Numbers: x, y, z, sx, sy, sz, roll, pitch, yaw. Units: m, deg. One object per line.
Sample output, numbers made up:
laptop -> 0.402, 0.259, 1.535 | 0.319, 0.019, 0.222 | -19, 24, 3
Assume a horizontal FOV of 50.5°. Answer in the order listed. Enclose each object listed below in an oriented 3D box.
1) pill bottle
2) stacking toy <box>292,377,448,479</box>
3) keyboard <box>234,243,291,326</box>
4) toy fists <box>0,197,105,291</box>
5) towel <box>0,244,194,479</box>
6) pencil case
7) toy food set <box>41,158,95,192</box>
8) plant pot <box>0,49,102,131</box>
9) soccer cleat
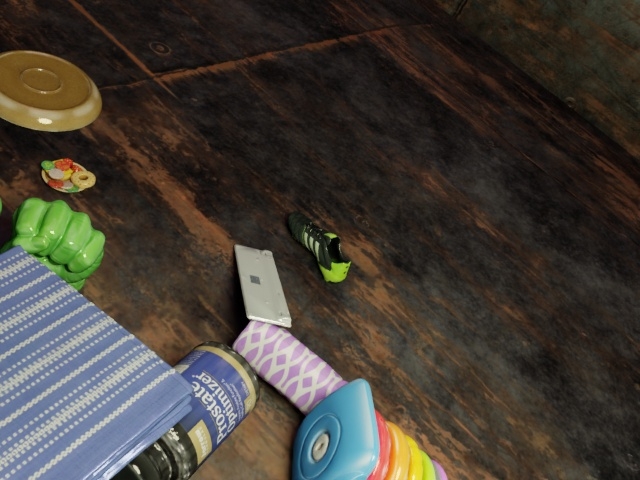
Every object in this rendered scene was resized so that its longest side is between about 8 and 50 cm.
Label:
pill bottle -> -0.187, 0.239, 0.889 | 0.123, 0.122, 0.219 | 38, 40, 9
stacking toy -> 0.116, 0.349, 0.962 | 0.302, 0.175, 0.165 | 32, 26, -22
keyboard -> -0.102, 0.070, 1.142 | 0.072, 0.014, 0.256 | 9, 22, -16
toy fists -> -0.453, -0.007, 0.967 | 0.279, 0.142, 0.096 | 17, 41, -16
towel -> -0.345, 0.156, 0.793 | 0.336, 0.040, 0.243 | 35, 44, 18
pencil case -> -0.041, 0.201, 1.054 | 0.206, 0.086, 0.088 | 40, 6, 9
toy food set -> -0.443, -0.113, 1.182 | 0.083, 0.020, 0.083 | 45, 41, 17
plant pot -> -0.541, -0.299, 1.309 | 0.236, 0.032, 0.236 | 17, 41, -15
soccer cleat -> 0.000, 0.000, 1.297 | 0.060, 0.072, 0.179 | -12, 55, -40
